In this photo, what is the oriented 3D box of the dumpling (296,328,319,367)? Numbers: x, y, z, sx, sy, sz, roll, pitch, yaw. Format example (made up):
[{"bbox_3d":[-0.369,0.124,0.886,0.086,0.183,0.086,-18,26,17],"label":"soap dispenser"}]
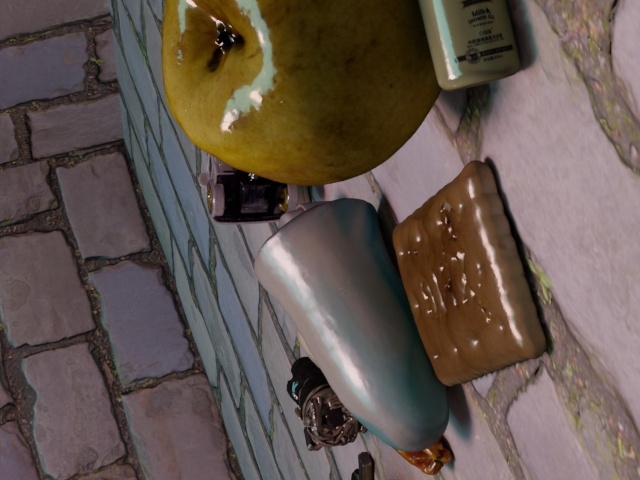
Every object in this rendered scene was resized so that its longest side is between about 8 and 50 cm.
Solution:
[{"bbox_3d":[0.020,0.155,1.961,0.150,0.092,0.176,60,160,3],"label":"dumpling"}]

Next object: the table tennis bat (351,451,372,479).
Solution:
[{"bbox_3d":[0.079,0.439,2.150,0.130,0.019,0.220,-121,20,-44],"label":"table tennis bat"}]

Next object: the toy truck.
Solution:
[{"bbox_3d":[-0.097,-0.199,1.870,0.175,0.146,0.367,-107,20,-48],"label":"toy truck"}]

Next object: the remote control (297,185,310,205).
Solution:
[{"bbox_3d":[-0.048,-0.063,2.063,0.090,0.049,0.230,-156,53,-69],"label":"remote control"}]

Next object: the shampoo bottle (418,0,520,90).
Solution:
[{"bbox_3d":[0.129,-0.222,1.154,0.079,0.079,0.162,179,77,-76],"label":"shampoo bottle"}]

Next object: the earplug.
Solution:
[{"bbox_3d":[0.066,0.123,1.622,0.324,0.185,0.185,59,160,26],"label":"earplug"}]

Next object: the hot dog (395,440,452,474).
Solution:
[{"bbox_3d":[0.128,0.271,1.708,0.144,0.038,0.062,29,122,55],"label":"hot dog"}]

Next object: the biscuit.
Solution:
[{"bbox_3d":[0.154,0.049,1.413,0.325,0.044,0.217,136,120,-74],"label":"biscuit"}]

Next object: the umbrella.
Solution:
[{"bbox_3d":[0.007,0.264,2.091,0.357,0.113,0.106,-144,38,-79],"label":"umbrella"}]

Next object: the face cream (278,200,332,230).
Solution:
[{"bbox_3d":[0.000,0.000,1.829,0.117,0.104,0.117,165,90,-77],"label":"face cream"}]

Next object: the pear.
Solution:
[{"bbox_3d":[-0.008,-0.210,1.281,0.304,0.304,0.304,165,90,-76],"label":"pear"}]
